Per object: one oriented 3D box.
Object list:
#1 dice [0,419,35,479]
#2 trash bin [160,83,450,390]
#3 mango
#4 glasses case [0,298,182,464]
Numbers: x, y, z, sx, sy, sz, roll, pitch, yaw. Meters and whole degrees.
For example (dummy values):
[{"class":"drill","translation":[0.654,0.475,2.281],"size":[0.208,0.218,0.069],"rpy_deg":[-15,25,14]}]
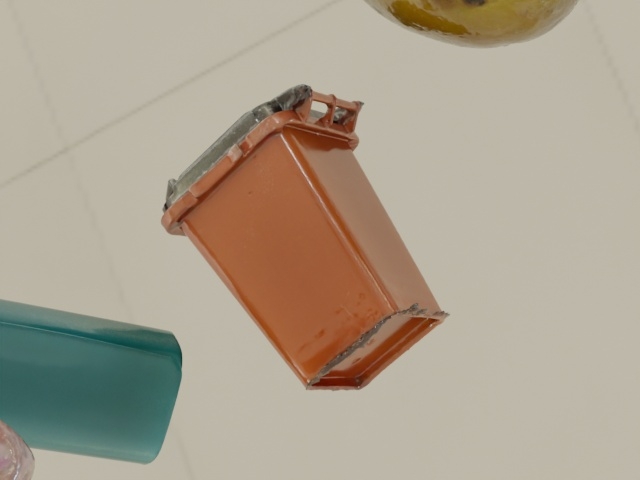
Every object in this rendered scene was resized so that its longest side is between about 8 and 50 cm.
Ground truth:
[{"class":"dice","translation":[-0.263,0.173,1.219],"size":[0.093,0.094,0.091],"rpy_deg":[29,145,2]},{"class":"trash bin","translation":[0.000,0.000,1.512],"size":[0.184,0.161,0.239],"rpy_deg":[-43,68,19]},{"class":"mango","translation":[0.111,-0.255,1.441],"size":[0.193,0.316,0.146],"rpy_deg":[-11,119,-12]},{"class":"glasses case","translation":[-0.262,0.110,1.401],"size":[0.070,0.301,0.117],"rpy_deg":[40,114,57]}]
